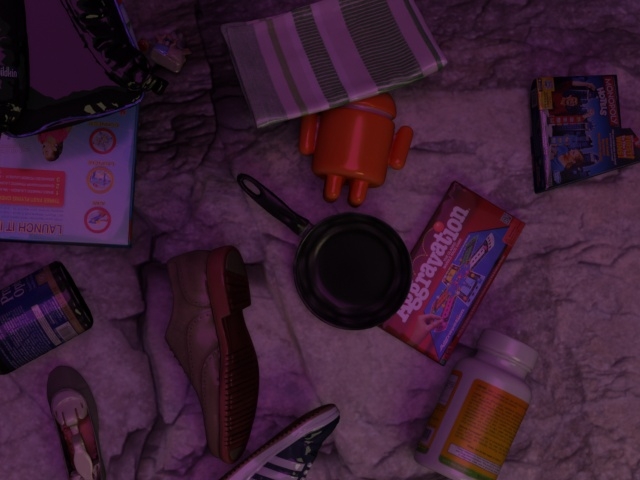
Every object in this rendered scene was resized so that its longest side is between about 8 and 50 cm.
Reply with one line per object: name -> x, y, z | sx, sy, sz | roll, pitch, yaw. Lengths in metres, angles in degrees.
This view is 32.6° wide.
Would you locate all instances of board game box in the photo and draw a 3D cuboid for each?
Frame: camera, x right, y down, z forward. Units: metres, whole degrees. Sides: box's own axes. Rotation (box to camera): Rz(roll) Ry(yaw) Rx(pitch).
board game box -> -0.448, -0.146, 1.762 | 0.308, 0.086, 0.302 | 4, 85, -6
board game box -> 0.216, 0.055, 1.855 | 0.145, 0.027, 0.281 | 31, 83, -2
board game box -> 0.463, -0.183, 1.886 | 0.194, 0.060, 0.194 | -3, 86, -8

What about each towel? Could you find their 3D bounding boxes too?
towel -> 0.019, -0.315, 1.794 | 0.324, 0.038, 0.248 | -16, 52, -7

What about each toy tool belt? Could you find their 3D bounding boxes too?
toy tool belt -> -0.259, -0.320, 1.823 | 0.083, 0.052, 0.051 | 30, 51, -7

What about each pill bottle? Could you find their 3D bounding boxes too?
pill bottle -> -0.478, 0.134, 1.718 | 0.219, 0.123, 0.123 | -29, 89, -9
pill bottle -> 0.262, 0.275, 1.786 | 0.136, 0.136, 0.246 | 26, 83, -4

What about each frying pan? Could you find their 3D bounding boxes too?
frying pan -> -0.007, 0.029, 1.809 | 0.326, 0.053, 0.197 | 19, 100, 6

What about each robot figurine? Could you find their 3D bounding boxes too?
robot figurine -> 0.058, -0.167, 1.804 | 0.158, 0.128, 0.219 | 6, 83, 36

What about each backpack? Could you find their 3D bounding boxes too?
backpack -> -0.397, -0.303, 1.626 | 0.276, 0.213, 0.263 | -17, 104, -14

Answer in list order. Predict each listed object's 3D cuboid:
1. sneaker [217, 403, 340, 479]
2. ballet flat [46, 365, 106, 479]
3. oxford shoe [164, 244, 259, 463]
sneaker -> -0.053, 0.395, 1.757 | 0.282, 0.099, 0.153 | -38, 86, -1
ballet flat -> -0.386, 0.302, 1.742 | 0.072, 0.068, 0.213 | -15, 87, -8
oxford shoe -> -0.180, 0.185, 1.772 | 0.130, 0.123, 0.348 | -4, 87, 19
